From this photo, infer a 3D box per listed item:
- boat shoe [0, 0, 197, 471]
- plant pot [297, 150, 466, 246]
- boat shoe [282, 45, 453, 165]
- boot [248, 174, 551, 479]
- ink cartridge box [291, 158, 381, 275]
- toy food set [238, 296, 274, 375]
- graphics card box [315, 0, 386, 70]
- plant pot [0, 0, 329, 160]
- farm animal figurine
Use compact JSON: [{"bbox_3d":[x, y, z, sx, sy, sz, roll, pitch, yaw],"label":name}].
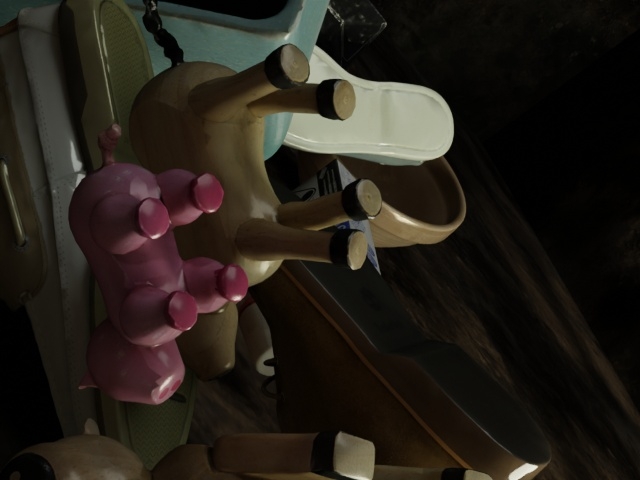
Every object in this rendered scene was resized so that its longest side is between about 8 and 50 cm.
[{"bbox_3d":[-0.146,0.003,0.711,0.113,0.103,0.302,40,39,-66],"label":"boat shoe"},{"bbox_3d":[0.054,-0.070,1.454,0.237,0.110,0.237,30,33,-21],"label":"plant pot"},{"bbox_3d":[-0.002,-0.140,1.298,0.319,0.099,0.116,10,79,-35],"label":"boat shoe"},{"bbox_3d":[-0.009,0.059,0.723,0.305,0.115,0.112,48,22,25],"label":"boot"},{"bbox_3d":[0.000,0.000,1.199,0.046,0.097,0.207,47,16,-23],"label":"ink cartridge box"},{"bbox_3d":[-0.073,0.017,0.883,0.232,0.111,0.104,24,30,-42],"label":"toy food set"},{"bbox_3d":[-0.092,-0.335,1.466,0.233,0.094,0.371,46,-7,-30],"label":"graphics card box"},{"bbox_3d":[-0.106,-0.195,0.921,0.252,0.247,0.247,89,15,-61],"label":"plant pot"},{"bbox_3d":[-0.053,0.105,0.569,0.327,0.172,0.330,45,53,-36],"label":"farm animal figurine"}]
